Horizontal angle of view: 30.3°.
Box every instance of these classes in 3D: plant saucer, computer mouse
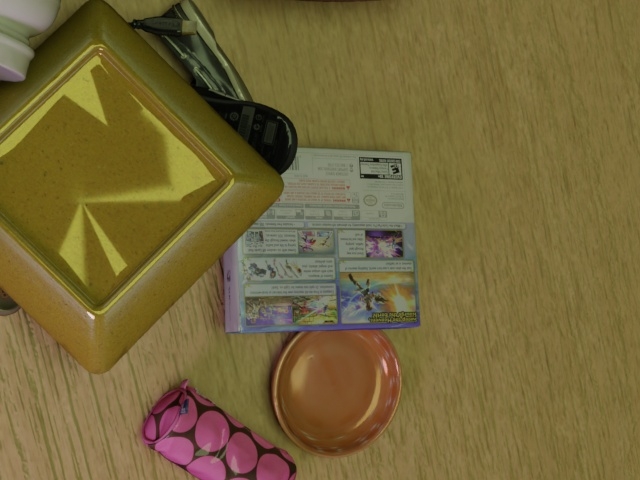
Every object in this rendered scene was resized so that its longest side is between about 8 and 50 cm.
[{"bbox_3d":[0.020,0.200,1.639,0.200,0.037,0.199,-1,93,-25],"label":"plant saucer"},{"bbox_3d":[-0.260,-0.069,1.375,0.333,0.081,0.333,45,80,-5],"label":"plant saucer"},{"bbox_3d":[-0.150,-0.181,1.475,0.262,0.060,0.184,9,101,3],"label":"computer mouse"}]

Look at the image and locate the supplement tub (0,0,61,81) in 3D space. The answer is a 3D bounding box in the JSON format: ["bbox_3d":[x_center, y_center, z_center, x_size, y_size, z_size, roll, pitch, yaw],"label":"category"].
[{"bbox_3d":[-0.384,-0.361,1.289,0.241,0.241,0.331,14,87,-26],"label":"supplement tub"}]

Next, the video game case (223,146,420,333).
[{"bbox_3d":[0.000,0.000,1.584,0.270,0.061,0.244,1,82,-26],"label":"video game case"}]

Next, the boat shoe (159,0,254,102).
[{"bbox_3d":[-0.143,-0.211,1.526,0.065,0.075,0.206,-29,108,7],"label":"boat shoe"}]

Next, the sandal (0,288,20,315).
[{"bbox_3d":[-0.401,0.009,1.411,0.072,0.049,0.180,-28,105,-22],"label":"sandal"}]

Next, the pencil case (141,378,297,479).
[{"bbox_3d":[-0.126,0.273,1.545,0.209,0.095,0.098,40,61,-25],"label":"pencil case"}]
